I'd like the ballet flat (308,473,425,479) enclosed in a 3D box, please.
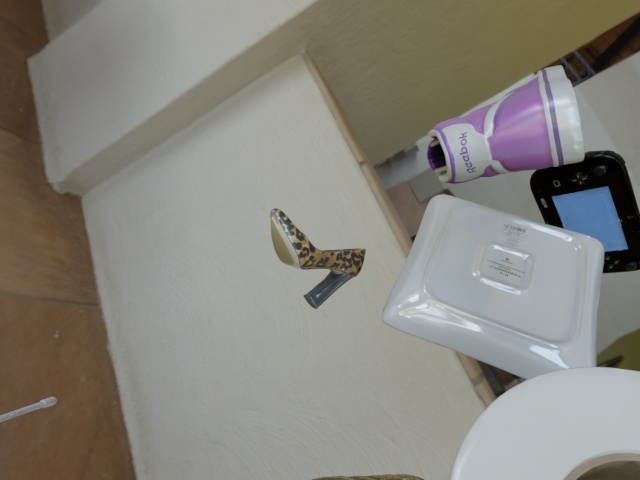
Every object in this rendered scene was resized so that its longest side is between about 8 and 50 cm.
[{"bbox_3d":[0.102,0.626,1.046,0.124,0.342,0.116,68,14,-76],"label":"ballet flat"}]

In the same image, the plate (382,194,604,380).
[{"bbox_3d":[0.263,0.048,0.614,0.045,0.277,0.278,87,27,-50],"label":"plate"}]

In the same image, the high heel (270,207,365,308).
[{"bbox_3d":[0.000,0.000,0.928,0.093,0.186,0.261,19,-38,50],"label":"high heel"}]

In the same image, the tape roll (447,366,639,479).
[{"bbox_3d":[0.194,0.232,0.271,0.169,0.246,0.246,82,-6,-45],"label":"tape roll"}]

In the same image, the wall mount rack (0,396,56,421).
[{"bbox_3d":[-0.617,0.434,0.750,0.130,0.350,0.304,39,0,-29],"label":"wall mount rack"}]

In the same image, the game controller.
[{"bbox_3d":[0.563,-0.045,0.884,0.319,0.166,0.067,52,40,-26],"label":"game controller"}]

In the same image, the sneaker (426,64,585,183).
[{"bbox_3d":[0.214,-0.136,0.512,0.282,0.161,0.102,-30,105,-57],"label":"sneaker"}]
